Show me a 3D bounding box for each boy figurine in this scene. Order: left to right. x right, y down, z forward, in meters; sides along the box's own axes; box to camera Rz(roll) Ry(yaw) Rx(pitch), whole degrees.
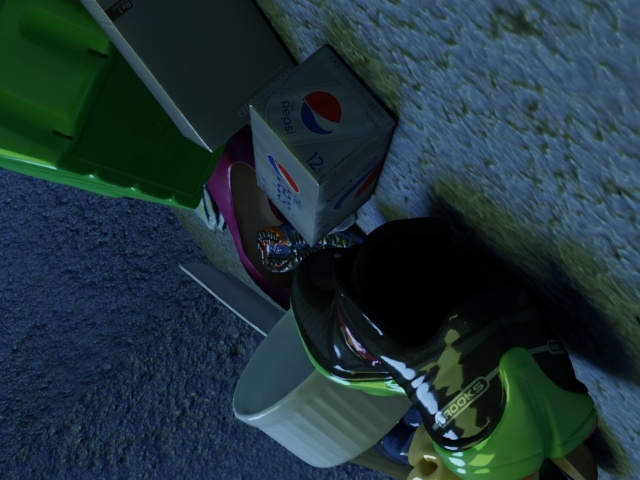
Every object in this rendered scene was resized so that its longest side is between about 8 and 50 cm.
[{"bbox_3d":[0.178,0.257,1.357,0.092,0.177,0.285,43,162,-21],"label":"boy figurine"}]

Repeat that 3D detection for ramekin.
[{"bbox_3d":[0.025,0.166,1.393,0.135,0.277,0.277,43,173,-14],"label":"ramekin"}]

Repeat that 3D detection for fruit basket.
[{"bbox_3d":[-0.320,-0.217,1.287,0.392,0.283,0.392,24,-177,-2],"label":"fruit basket"}]

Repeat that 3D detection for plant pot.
[{"bbox_3d":[0.225,0.188,1.181,0.236,0.032,0.236,44,177,3],"label":"plant pot"}]

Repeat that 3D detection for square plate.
[{"bbox_3d":[-0.039,0.168,1.749,0.344,0.049,0.347,34,174,26],"label":"square plate"}]

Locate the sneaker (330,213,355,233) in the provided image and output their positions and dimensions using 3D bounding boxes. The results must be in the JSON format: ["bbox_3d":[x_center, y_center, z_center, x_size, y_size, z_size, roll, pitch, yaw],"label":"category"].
[{"bbox_3d":[0.009,-0.033,1.286,0.053,0.061,0.152,46,173,6],"label":"sneaker"}]

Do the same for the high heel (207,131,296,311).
[{"bbox_3d":[-0.072,0.002,1.578,0.377,0.127,0.181,57,180,-25],"label":"high heel"}]

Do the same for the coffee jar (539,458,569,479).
[{"bbox_3d":[0.293,0.339,1.362,0.184,0.096,0.079,44,174,26],"label":"coffee jar"}]

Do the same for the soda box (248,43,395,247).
[{"bbox_3d":[-0.002,-0.080,1.027,0.098,0.091,0.286,49,171,8],"label":"soda box"}]

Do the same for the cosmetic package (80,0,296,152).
[{"bbox_3d":[-0.139,-0.216,1.012,0.238,0.127,0.107,51,172,-25],"label":"cosmetic package"}]

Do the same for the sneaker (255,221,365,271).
[{"bbox_3d":[0.000,0.000,1.439,0.221,0.087,0.083,11,121,52],"label":"sneaker"}]

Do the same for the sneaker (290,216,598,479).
[{"bbox_3d":[0.095,0.060,1.026,0.483,0.185,0.202,22,134,65],"label":"sneaker"}]

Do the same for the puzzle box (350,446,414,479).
[{"bbox_3d":[0.086,0.329,1.814,0.409,0.052,0.272,31,-178,-43],"label":"puzzle box"}]

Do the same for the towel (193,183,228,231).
[{"bbox_3d":[-0.288,-0.201,1.964,0.374,0.090,0.320,47,168,12],"label":"towel"}]
